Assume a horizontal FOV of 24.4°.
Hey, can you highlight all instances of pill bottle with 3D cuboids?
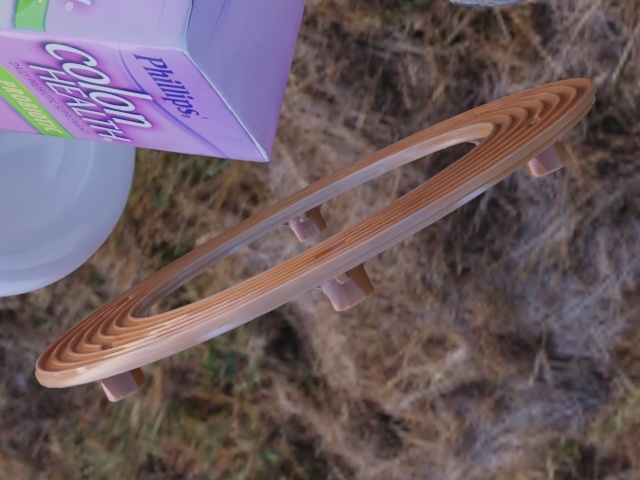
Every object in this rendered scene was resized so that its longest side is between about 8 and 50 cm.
[{"bbox_3d":[-0.276,-0.051,0.999,0.188,0.188,0.334,44,156,-24],"label":"pill bottle"}]

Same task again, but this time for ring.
[{"bbox_3d":[0.000,0.000,0.808,0.336,0.336,0.032,-22,100,32],"label":"ring"}]

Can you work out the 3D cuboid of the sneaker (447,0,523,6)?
[{"bbox_3d":[0.314,-0.359,1.404,0.447,0.257,0.169,-26,87,35],"label":"sneaker"}]

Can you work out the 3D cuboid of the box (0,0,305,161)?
[{"bbox_3d":[-0.124,-0.162,0.597,0.242,0.214,0.117,7,165,16],"label":"box"}]
